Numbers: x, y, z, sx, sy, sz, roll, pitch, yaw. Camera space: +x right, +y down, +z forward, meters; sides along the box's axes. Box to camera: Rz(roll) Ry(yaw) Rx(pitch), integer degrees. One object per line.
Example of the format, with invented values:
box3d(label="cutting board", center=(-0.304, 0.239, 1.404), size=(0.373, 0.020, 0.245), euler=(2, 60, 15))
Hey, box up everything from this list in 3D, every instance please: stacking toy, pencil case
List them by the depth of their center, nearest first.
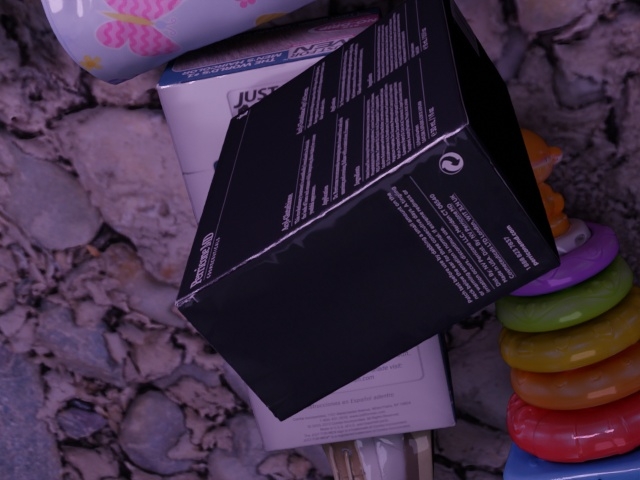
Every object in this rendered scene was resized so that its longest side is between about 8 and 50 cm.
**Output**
box3d(label="pencil case", center=(-0.069, -0.212, 0.789), size=(0.273, 0.113, 0.124), euler=(-20, 117, 16))
box3d(label="stacking toy", center=(0.200, 0.046, 0.904), size=(0.175, 0.166, 0.301), euler=(-16, 106, 26))

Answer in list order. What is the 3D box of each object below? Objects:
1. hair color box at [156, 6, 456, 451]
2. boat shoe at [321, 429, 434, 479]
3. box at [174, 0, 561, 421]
box3d(label="hair color box", center=(0.000, 0.000, 0.905), size=(0.174, 0.105, 0.347), euler=(-9, 118, 8))
box3d(label="boat shoe", center=(0.059, 0.280, 1.062), size=(0.103, 0.113, 0.302), euler=(0, 109, 7))
box3d(label="box", center=(0.028, -0.038, 0.675), size=(0.184, 0.261, 0.103), euler=(-29, 113, 18))
